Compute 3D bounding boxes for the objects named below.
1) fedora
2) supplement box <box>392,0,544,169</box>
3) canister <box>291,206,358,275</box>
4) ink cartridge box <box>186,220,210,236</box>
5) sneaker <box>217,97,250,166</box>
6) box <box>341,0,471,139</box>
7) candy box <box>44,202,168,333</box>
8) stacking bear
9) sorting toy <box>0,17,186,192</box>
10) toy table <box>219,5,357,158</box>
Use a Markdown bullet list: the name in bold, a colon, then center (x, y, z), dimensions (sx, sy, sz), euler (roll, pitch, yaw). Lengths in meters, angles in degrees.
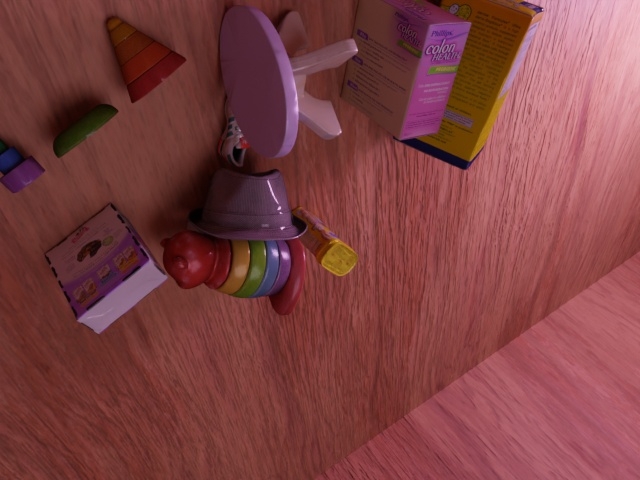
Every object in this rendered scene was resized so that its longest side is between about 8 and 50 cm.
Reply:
- **fedora**: center (-0.147, -0.086, 1.256), dimensions (0.244, 0.275, 0.124), euler (2, 101, -10)
- **supplement box**: center (0.333, -0.377, 1.397), dimensions (0.194, 0.195, 0.356), euler (-42, 155, -55)
- **canister**: center (0.000, 0.000, 1.512), dimensions (0.073, 0.170, 0.126), euler (-49, 143, 6)
- **ink cartridge box**: center (-0.221, 0.009, 1.395), dimensions (0.175, 0.072, 0.127), euler (-5, 127, -39)
- **sneaker**: center (-0.160, -0.223, 1.233), dimensions (0.057, 0.075, 0.161), euler (-9, 130, -38)
- **box**: center (0.169, -0.372, 1.284), dimensions (0.117, 0.213, 0.243), euler (-16, 134, -32)
- **candy box**: center (-0.407, 0.048, 1.158), dimensions (0.165, 0.196, 0.070), euler (-40, 143, -6)
- **stacking bear**: center (-0.190, 0.047, 1.281), dimensions (0.289, 0.175, 0.164), euler (8, 120, -38)
- **sorting toy**: center (-0.402, -0.236, 1.007), dimensions (0.365, 0.127, 0.126), euler (-38, 113, -4)
- **toy table**: center (-0.065, -0.296, 1.132), dimensions (0.161, 0.252, 0.274), euler (-17, 99, -38)
